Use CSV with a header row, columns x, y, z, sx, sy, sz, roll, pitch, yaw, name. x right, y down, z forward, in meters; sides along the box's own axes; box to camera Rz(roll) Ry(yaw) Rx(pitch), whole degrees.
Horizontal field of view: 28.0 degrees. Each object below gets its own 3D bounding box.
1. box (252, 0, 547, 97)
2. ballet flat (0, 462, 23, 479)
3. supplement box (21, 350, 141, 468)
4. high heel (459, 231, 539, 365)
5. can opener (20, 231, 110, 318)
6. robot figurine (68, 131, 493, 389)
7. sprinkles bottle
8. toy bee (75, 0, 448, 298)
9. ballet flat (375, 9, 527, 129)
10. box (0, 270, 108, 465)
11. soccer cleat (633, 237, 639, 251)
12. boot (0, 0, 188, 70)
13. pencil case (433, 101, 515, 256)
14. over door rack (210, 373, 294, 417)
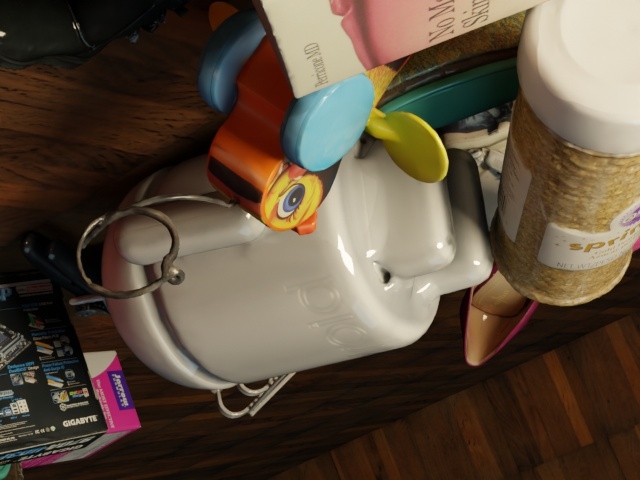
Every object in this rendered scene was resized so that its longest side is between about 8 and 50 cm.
x,y,z,sx,sy,sz,roll,pitch,yaw,name
0.062,-0.193,0.699,0.232,0.127,0.148,-22,165,1,box
-0.363,0.280,1.250,0.164,0.483,0.182,26,100,-22,ballet flat
-0.345,0.210,1.574,0.114,0.111,0.220,-31,163,29,supplement box
0.257,0.063,1.698,0.127,0.181,0.377,16,168,7,high heel
-0.234,0.029,1.223,0.059,0.073,0.186,2,165,19,can opener
-0.038,0.012,1.079,0.353,0.200,0.300,-16,158,28,robot figurine
0.189,-0.062,0.909,0.121,0.121,0.355,-20,159,-4,sprinkles bottle
-0.025,-0.080,0.847,0.298,0.195,0.162,-32,155,2,toy bee
0.174,-0.166,0.971,0.348,0.123,0.123,-14,164,-13,ballet flat
-0.320,0.122,1.183,0.220,0.175,0.051,-6,157,-45,box
0.448,-0.065,1.670,0.143,0.116,0.331,-8,160,-38,soccer cleat
-0.141,-0.141,0.769,0.099,0.045,0.121,-25,172,24,boot
0.297,-0.135,1.149,0.410,0.160,0.183,-30,177,29,pencil case
0.009,0.099,1.713,0.324,0.108,0.239,-30,170,-27,over door rack
